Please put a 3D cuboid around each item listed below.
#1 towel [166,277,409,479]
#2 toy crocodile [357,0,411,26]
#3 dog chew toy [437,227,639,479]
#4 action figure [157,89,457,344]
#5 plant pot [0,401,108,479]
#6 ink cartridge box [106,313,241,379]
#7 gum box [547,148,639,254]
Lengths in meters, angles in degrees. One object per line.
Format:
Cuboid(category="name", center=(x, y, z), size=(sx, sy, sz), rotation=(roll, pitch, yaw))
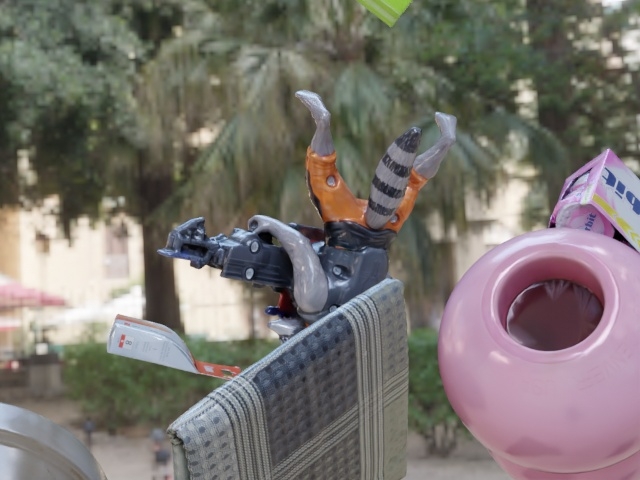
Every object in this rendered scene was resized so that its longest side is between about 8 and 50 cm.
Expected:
Cuboid(category="towel", center=(-0.026, 0.223, 1.403), size=(0.312, 0.324, 0.056), rotation=(-34, 48, -31))
Cuboid(category="toy crocodile", center=(0.166, -0.428, 1.704), size=(0.115, 0.341, 0.105), rotation=(33, -3, -2))
Cuboid(category="dog chew toy", center=(0.221, 0.134, 1.157), size=(0.206, 0.207, 0.332), rotation=(-5, -33, 14))
Cuboid(category="action figure", center=(0.000, 0.000, 1.530), size=(0.341, 0.330, 0.178), rotation=(2, 19, -36))
Cuboid(category="plant pot", center=(-0.334, 0.348, 1.211), size=(0.323, 0.323, 0.280), rotation=(-2, 19, -14))
Cuboid(category="ink cartridge box", center=(-0.184, 0.138, 1.696), size=(0.179, 0.045, 0.145), rotation=(11, 0, -8))
Cuboid(category="gum box", center=(0.309, 0.007, 1.295), size=(0.062, 0.188, 0.107), rotation=(-39, 11, 36))
